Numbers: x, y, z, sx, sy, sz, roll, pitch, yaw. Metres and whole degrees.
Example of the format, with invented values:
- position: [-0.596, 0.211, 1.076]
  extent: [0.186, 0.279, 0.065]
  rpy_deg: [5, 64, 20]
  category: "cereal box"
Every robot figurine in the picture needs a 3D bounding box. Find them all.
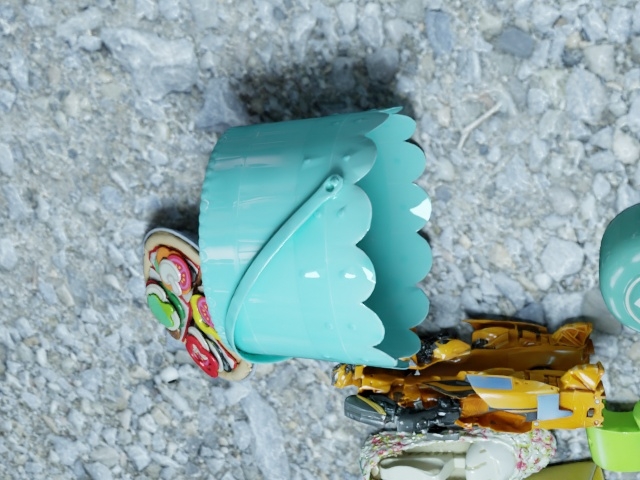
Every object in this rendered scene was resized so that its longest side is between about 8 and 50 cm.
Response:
- position: [0.157, 0.141, 1.675]
  extent: [0.291, 0.211, 0.085]
  rpy_deg: [2, 112, 1]
  category: "robot figurine"

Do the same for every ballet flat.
- position: [0.159, 0.267, 1.818]
  extent: [0.241, 0.077, 0.091]
  rpy_deg: [-8, 110, 16]
  category: "ballet flat"

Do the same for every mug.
- position: [0.372, 0.036, 1.613]
  extent: [0.157, 0.097, 0.129]
  rpy_deg: [-5, 121, 15]
  category: "mug"

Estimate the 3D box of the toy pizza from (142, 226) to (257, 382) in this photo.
- position: [-0.143, 0.078, 1.722]
  extent: [0.201, 0.032, 0.201]
  rpy_deg: [37, 145, 31]
  category: "toy pizza"

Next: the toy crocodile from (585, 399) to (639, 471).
- position: [0.459, 0.189, 1.703]
  extent: [0.340, 0.105, 0.115]
  rpy_deg: [-20, 116, 18]
  category: "toy crocodile"

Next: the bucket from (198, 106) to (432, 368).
- position: [0.000, 0.000, 1.576]
  extent: [0.183, 0.281, 0.281]
  rpy_deg: [-1, 122, 17]
  category: "bucket"

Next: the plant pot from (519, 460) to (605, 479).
- position: [0.236, 0.403, 1.829]
  extent: [0.187, 0.212, 0.212]
  rpy_deg: [-1, 123, 27]
  category: "plant pot"
